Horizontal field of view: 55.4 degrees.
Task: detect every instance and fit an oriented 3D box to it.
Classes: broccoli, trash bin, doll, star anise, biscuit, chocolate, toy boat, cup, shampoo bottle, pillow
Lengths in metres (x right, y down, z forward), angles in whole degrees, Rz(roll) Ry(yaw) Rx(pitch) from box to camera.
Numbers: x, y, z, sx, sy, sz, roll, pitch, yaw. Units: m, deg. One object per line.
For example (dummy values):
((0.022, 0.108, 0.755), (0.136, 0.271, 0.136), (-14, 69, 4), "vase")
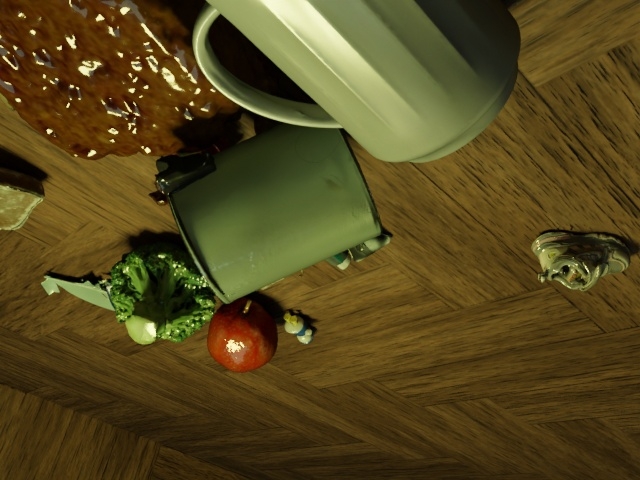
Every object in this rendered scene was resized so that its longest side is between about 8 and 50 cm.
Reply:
((-0.372, 0.139, 1.426), (0.270, 0.270, 0.270), (3, 118, 6), "broccoli")
((-0.068, -0.053, 0.925), (0.263, 0.217, 0.277), (-25, 130, 0), "trash bin")
((-0.055, 0.245, 1.669), (0.099, 0.057, 0.143), (16, 155, 36), "doll")
((-0.272, -0.090, 1.239), (0.168, 0.057, 0.168), (10, 157, 4), "star anise")
((-0.308, -0.270, 0.880), (0.395, 0.166, 0.342), (-6, 141, 28), "biscuit")
((-0.712, -0.105, 1.339), (0.157, 0.080, 0.254), (18, 151, -36), "chocolate")
((-0.626, 0.147, 1.701), (0.292, 0.070, 0.210), (26, 142, -15), "toy boat")
((0.028, -0.241, 0.725), (0.323, 0.236, 0.327), (-31, 128, 30), "cup")
((0.000, 0.000, 1.264), (0.074, 0.074, 0.192), (-16, 138, 36), "shampoo bottle")
((0.076, -0.012, 1.238), (0.136, 0.091, 0.055), (40, 176, -42), "pillow")

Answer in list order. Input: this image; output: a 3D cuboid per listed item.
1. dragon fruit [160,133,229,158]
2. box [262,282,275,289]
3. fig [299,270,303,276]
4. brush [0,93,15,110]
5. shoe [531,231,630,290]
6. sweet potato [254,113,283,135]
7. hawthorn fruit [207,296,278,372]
((-0.220, -0.153, 1.081), (0.142, 0.130, 0.121), (18, 180, -10), "dragon fruit")
((-0.130, 0.076, 1.449), (0.062, 0.045, 0.098), (32, 141, -27), "box")
((-0.066, 0.061, 1.406), (0.050, 0.050, 0.083), (-14, 149, 34), "fig")
((-0.571, -0.297, 1.060), (0.070, 0.021, 0.196), (9, 149, 4), "brush")
((0.493, 0.043, 1.149), (0.180, 0.092, 0.089), (8, 146, 7), "shoe")
((-0.052, -0.136, 1.066), (0.097, 0.097, 0.251), (-7, 136, 27), "sweet potato")
((-0.199, 0.230, 1.590), (0.197, 0.196, 0.225), (12, 131, 0), "hawthorn fruit")
